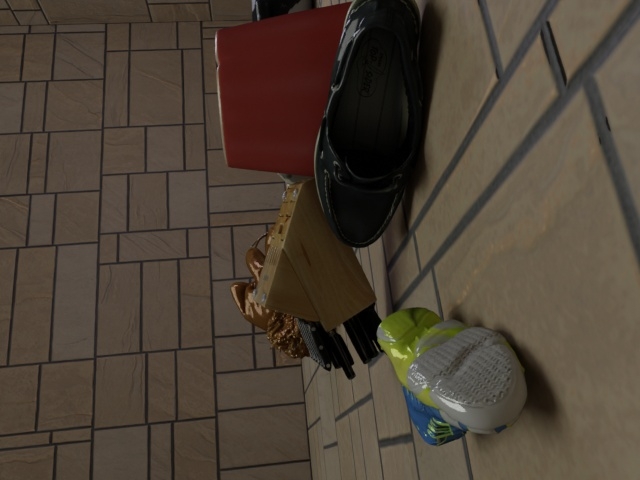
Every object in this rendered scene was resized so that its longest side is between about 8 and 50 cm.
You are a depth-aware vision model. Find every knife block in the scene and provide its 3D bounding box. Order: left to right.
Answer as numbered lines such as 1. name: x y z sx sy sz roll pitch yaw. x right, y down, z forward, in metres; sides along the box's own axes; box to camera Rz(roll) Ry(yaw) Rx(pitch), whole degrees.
1. knife block: 0.031 0.066 0.897 0.088 0.242 0.276 -173 99 -71

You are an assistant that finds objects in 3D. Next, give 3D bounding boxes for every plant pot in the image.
1. plant pot: -0.025 -0.210 0.850 0.275 0.243 0.275 175 90 -83

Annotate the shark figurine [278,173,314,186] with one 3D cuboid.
1. shark figurine: 0.015 -0.145 1.319 0.278 0.166 0.116 -14 -53 -79

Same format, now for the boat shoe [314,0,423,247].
1. boat shoe: 0.059 -0.116 0.696 0.113 0.127 0.340 -83 4 -57

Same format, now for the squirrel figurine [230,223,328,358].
1. squirrel figurine: -0.075 0.147 1.699 0.370 0.281 0.397 113 140 -53

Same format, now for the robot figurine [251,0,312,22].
1. robot figurine: -0.102 -0.616 1.609 0.173 0.209 0.278 -148 53 -61

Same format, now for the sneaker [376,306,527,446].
1. sneaker: 0.127 0.142 0.531 0.240 0.091 0.126 -133 21 -79
